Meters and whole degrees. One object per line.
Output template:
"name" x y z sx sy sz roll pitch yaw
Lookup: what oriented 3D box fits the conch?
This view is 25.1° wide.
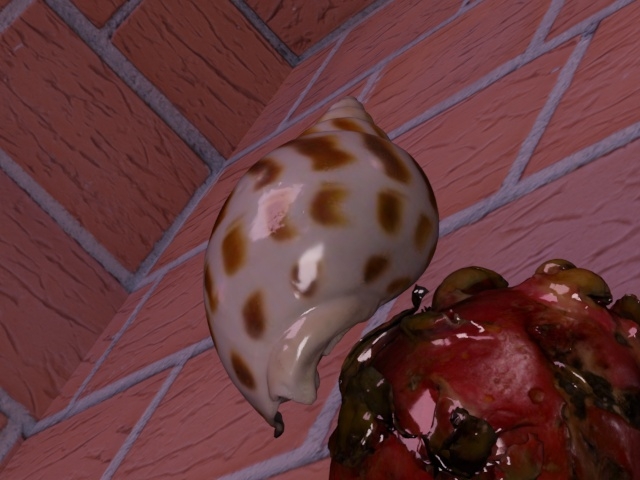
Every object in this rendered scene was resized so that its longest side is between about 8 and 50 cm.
"conch" 0.000 0.000 1.070 0.183 0.148 0.275 -44 4 48

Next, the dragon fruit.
"dragon fruit" 0.140 0.142 1.079 0.250 0.269 0.291 -1 49 55
